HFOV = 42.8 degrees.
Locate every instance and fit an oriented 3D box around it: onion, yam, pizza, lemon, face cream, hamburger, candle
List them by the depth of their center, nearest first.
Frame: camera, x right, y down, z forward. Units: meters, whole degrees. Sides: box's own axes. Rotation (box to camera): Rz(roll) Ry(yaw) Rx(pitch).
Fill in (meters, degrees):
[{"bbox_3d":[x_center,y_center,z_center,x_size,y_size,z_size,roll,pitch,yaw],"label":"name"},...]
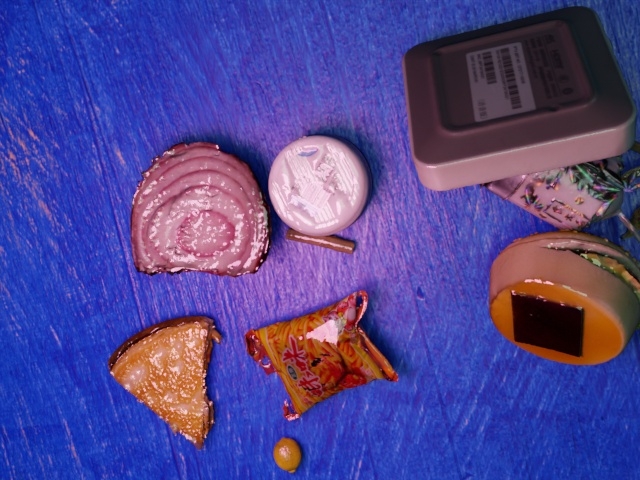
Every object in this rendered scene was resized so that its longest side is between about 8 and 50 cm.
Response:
[{"bbox_3d":[0.459,0.101,1.523,0.300,0.300,0.176,23,59,6],"label":"hamburger"},{"bbox_3d":[0.471,-0.106,1.526,0.330,0.187,0.187,30,103,2],"label":"candle"},{"bbox_3d":[0.000,-0.113,1.649,0.206,0.111,0.206,1,96,10],"label":"face cream"},{"bbox_3d":[-0.226,-0.057,1.693,0.314,0.146,0.280,3,86,18],"label":"onion"},{"bbox_3d":[0.000,0.000,1.706,0.145,0.032,0.032,12,101,9],"label":"yam"},{"bbox_3d":[-0.071,0.468,1.779,0.062,0.062,0.083,-15,94,12],"label":"lemon"},{"bbox_3d":[-0.296,0.284,1.785,0.287,0.074,0.251,43,104,1],"label":"pizza"}]

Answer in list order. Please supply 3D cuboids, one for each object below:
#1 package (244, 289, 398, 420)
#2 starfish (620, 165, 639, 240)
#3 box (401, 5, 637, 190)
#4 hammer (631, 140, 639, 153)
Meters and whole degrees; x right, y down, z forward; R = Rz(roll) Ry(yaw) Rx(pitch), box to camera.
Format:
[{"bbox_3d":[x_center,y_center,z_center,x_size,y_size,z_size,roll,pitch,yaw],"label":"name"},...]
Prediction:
[{"bbox_3d":[0.008,0.242,1.710,0.288,0.108,0.223,-21,100,20],"label":"package"},{"bbox_3d":[0.668,-0.066,1.503,0.236,0.062,0.277,47,138,16],"label":"starfish"},{"bbox_3d":[0.339,-0.265,1.452,0.373,0.367,0.090,-12,136,12],"label":"box"},{"bbox_3d":[0.600,-0.157,1.502,0.013,0.199,0.062,19,107,-29],"label":"hammer"}]
